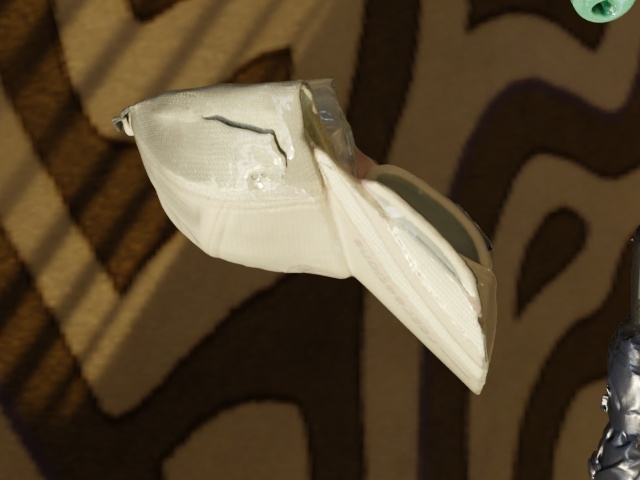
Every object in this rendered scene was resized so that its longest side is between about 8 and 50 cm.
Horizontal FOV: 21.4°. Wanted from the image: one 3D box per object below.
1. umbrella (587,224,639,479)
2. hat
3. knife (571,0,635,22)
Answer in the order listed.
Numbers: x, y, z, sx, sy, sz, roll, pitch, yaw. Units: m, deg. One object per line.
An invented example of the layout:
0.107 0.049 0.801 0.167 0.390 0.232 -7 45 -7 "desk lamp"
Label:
0.232 0.108 1.254 0.071 0.071 0.248 -23 119 -42 "umbrella"
0.000 0.000 0.956 0.219 0.164 0.226 -25 92 -81 "hat"
0.274 -0.270 1.323 0.063 0.260 0.034 9 47 -21 "knife"
